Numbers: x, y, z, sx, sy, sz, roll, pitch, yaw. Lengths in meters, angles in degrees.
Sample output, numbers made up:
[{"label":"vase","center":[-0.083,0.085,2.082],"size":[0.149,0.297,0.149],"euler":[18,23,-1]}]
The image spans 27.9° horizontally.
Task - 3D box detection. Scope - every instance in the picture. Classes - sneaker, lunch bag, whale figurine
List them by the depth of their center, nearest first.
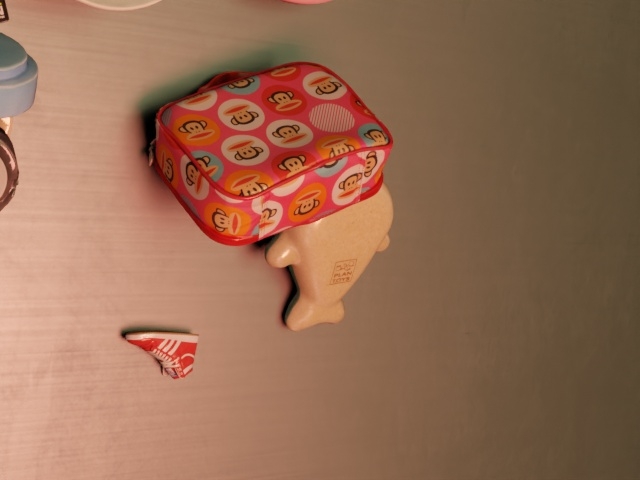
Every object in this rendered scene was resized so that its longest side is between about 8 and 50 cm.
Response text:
[{"label":"lunch bag","center":[-0.077,-0.137,1.747],"size":[0.293,0.258,0.120],"euler":[-21,144,-29]},{"label":"sneaker","center":[-0.220,0.158,1.778],"size":[0.118,0.042,0.067],"euler":[8,87,-43]},{"label":"whale figurine","center":[0.000,0.000,1.908],"size":[0.216,0.141,0.272],"euler":[-10,126,-33]}]

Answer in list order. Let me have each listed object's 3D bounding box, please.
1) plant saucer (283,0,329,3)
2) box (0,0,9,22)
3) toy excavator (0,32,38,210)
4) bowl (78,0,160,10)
[{"label":"plant saucer","center":[-0.040,-0.502,1.823],"size":[0.332,0.084,0.332],"euler":[-7,100,-39]},{"label":"box","center":[-0.474,-0.327,1.505],"size":[0.190,0.045,0.184],"euler":[-23,112,-37]},{"label":"toy excavator","center":[-0.490,-0.277,1.294],"size":[0.432,0.222,0.445],"euler":[6,112,-21]},{"label":"bowl","center":[-0.285,-0.433,1.592],"size":[0.297,0.134,0.298],"euler":[-6,100,-40]}]
